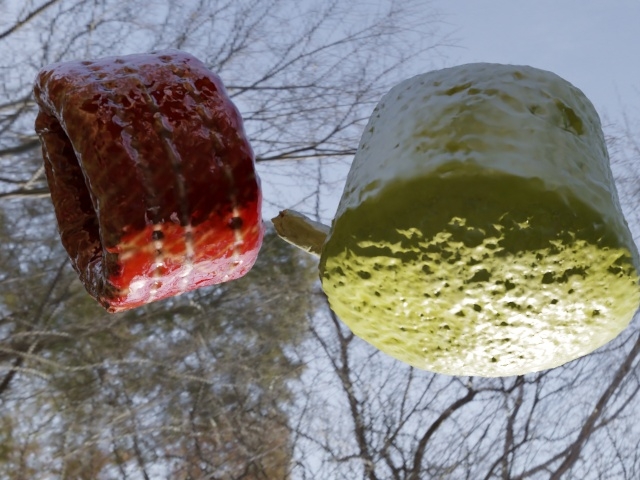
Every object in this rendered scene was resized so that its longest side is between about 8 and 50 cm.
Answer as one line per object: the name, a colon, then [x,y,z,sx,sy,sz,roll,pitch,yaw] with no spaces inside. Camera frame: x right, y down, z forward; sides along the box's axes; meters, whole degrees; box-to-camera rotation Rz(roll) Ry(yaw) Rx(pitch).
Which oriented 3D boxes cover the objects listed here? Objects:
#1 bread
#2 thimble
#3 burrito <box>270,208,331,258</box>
bread: [0.192,-0.028,0.926,0.348,0.308,0.348,10,-39,9]
thimble: [-0.240,-0.081,1.072,0.350,0.230,0.350,36,-46,49]
burrito: [0.000,0.000,1.358,0.188,0.045,0.058,27,-101,0]
